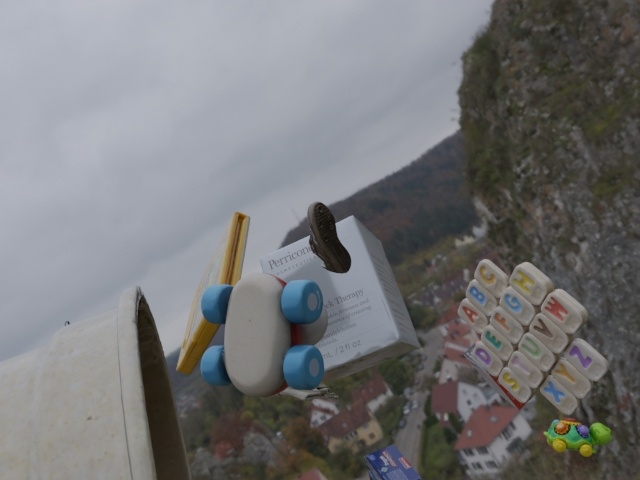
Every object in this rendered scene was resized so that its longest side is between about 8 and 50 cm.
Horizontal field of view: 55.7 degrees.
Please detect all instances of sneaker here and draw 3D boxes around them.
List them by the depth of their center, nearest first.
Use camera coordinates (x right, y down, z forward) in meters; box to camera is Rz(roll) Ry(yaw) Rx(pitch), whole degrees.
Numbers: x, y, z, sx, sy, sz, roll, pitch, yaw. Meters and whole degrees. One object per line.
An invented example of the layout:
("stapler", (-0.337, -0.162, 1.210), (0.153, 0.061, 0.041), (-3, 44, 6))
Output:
("sneaker", (0.000, 0.000, 1.278), (0.071, 0.188, 0.066), (0, 41, 34))

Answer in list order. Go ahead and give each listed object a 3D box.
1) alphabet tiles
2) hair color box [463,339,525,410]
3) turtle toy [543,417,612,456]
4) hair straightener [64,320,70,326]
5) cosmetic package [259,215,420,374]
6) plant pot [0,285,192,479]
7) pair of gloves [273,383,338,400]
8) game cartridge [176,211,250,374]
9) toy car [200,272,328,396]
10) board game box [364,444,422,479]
("alphabet tiles", (0.364, 0.173, 1.084), (0.021, 0.278, 0.284), (-25, -35, -28))
("hair color box", (0.414, 0.313, 1.409), (0.053, 0.167, 0.093), (-46, 32, -3))
("turtle toy", (0.524, 0.399, 1.236), (0.130, 0.066, 0.095), (5, -8, 11))
("hair straightener", (-0.618, 0.254, 1.751), (0.231, 0.047, 0.089), (13, 5, -40))
("cosmetic package", (0.066, 0.196, 1.866), (0.330, 0.393, 0.327), (-25, -20, 13))
("plant pot", (-0.244, 0.226, 0.415), (0.306, 0.333, 0.334), (-12, -9, -12))
("pair of gloves", (-0.076, 0.390, 1.572), (0.204, 0.042, 0.240), (5, -7, 22))
("game cartridge", (-0.267, 0.129, 1.500), (0.323, 0.053, 0.285), (-55, 21, 35))
("toy car", (-0.057, 0.168, 1.102), (0.219, 0.210, 0.238), (-6, -9, 33))
("board game box", (0.148, 0.468, 0.974), (0.060, 0.194, 0.194), (-16, 19, -16))
